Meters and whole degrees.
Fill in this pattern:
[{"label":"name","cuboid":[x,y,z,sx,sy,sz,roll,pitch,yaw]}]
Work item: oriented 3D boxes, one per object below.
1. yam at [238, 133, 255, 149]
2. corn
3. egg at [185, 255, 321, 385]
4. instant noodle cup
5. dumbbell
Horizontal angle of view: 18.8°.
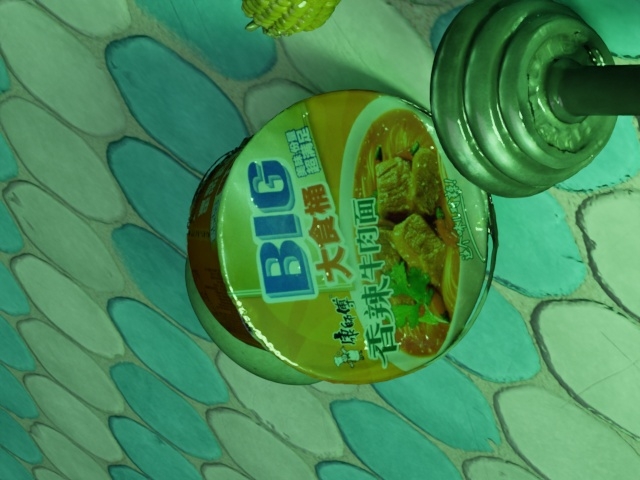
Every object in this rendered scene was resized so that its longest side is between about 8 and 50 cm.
[{"label":"yam","cuboid":[-0.021,-0.043,2.116,0.179,0.078,0.078,37,155,7]},{"label":"corn","cuboid":[-0.002,-0.281,1.670,0.106,0.106,0.305,39,151,5]},{"label":"egg","cuboid":[-0.056,0.066,2.228,0.169,0.169,0.236,2,133,54]},{"label":"instant noodle cup","cuboid":[0.000,0.000,1.935,0.296,0.296,0.214,48,163,-14]},{"label":"dumbbell","cuboid":[0.245,-0.115,1.489,0.406,0.179,0.179,6,138,53]}]
